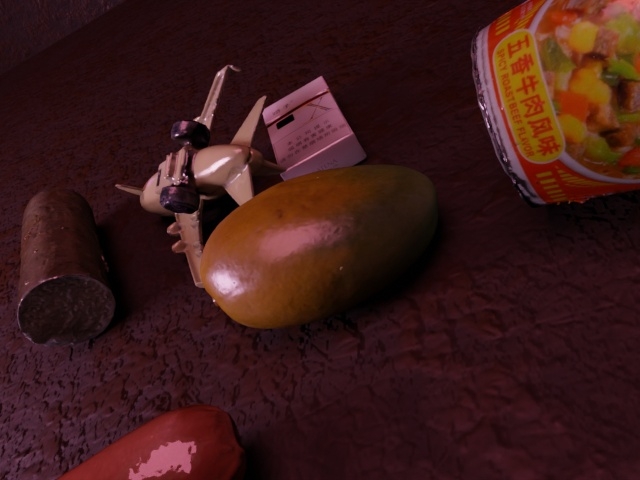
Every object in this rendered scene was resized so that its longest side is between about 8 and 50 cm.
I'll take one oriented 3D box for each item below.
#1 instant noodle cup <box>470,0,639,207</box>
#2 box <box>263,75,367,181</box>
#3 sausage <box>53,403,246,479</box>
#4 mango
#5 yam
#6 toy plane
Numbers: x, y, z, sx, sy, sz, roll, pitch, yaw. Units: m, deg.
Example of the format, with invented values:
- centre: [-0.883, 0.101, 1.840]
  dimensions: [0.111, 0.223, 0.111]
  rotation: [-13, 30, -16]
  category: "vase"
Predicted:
- centre: [0.212, -0.106, 0.320]
  dimensions: [0.212, 0.193, 0.193]
  rotation: [-17, 40, 34]
  category: "instant noodle cup"
- centre: [-0.011, -0.118, 0.602]
  dimensions: [0.083, 0.040, 0.154]
  rotation: [-30, 38, 9]
  category: "box"
- centre: [-0.131, 0.171, 0.350]
  dimensions: [0.194, 0.077, 0.077]
  rotation: [-32, 36, 3]
  category: "sausage"
- centre: [0.000, 0.000, 0.430]
  dimensions: [0.194, 0.092, 0.130]
  rotation: [-25, 34, -2]
  category: "mango"
- centre: [-0.293, 0.017, 0.630]
  dimensions: [0.093, 0.093, 0.259]
  rotation: [-38, 36, -4]
  category: "yam"
- centre: [-0.133, -0.062, 0.576]
  dimensions: [0.244, 0.092, 0.229]
  rotation: [-10, 71, 44]
  category: "toy plane"
